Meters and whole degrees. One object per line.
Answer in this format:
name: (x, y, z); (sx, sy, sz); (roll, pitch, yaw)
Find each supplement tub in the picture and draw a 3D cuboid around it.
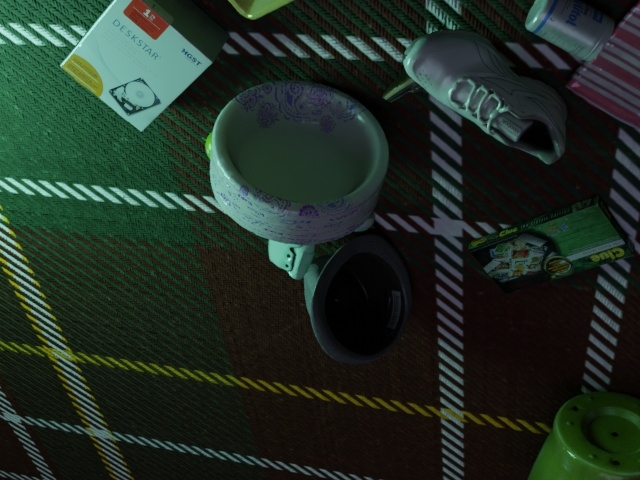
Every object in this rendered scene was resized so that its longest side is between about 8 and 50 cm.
supplement tub: (0.353, -0.308, 1.241); (0.107, 0.071, 0.071); (26, 137, -6)

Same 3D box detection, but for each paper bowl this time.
paper bowl: (-0.038, -0.114, 1.430); (0.284, 0.284, 0.148); (18, 142, 3)

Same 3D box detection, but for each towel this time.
towel: (0.473, -0.261, 1.276); (0.144, 0.029, 0.197); (28, 134, -7)

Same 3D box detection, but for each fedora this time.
fedora: (0.053, 0.108, 1.701); (0.124, 0.243, 0.275); (16, 156, 50)

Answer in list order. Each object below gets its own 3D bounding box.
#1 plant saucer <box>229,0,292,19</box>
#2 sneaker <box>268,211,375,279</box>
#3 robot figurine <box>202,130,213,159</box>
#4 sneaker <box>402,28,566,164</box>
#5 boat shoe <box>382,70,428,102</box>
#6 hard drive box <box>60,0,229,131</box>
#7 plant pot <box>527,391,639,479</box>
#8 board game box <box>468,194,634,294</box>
plant saucer: (-0.104, -0.482, 1.175); (0.333, 0.081, 0.333); (47, 154, -24)
sneaker: (0.000, 0.000, 1.590); (0.256, 0.094, 0.151); (9, 100, 47)
robot figurine: (-0.156, -0.170, 1.578); (0.115, 0.067, 0.101); (2, 136, 20)
sneaker: (0.257, -0.214, 1.299); (0.297, 0.129, 0.111); (22, 126, -17)
boat shoe: (0.164, -0.254, 1.379); (0.152, 0.056, 0.049); (-28, 113, 39)
hard drive box: (-0.297, -0.320, 1.467); (0.181, 0.089, 0.232); (39, 134, -19)
plant pot: (0.591, 0.517, 1.814); (0.366, 0.366, 0.353); (7, 123, 15)
board game box: (0.412, 0.014, 1.573); (0.260, 0.030, 0.136); (-22, 120, 36)
